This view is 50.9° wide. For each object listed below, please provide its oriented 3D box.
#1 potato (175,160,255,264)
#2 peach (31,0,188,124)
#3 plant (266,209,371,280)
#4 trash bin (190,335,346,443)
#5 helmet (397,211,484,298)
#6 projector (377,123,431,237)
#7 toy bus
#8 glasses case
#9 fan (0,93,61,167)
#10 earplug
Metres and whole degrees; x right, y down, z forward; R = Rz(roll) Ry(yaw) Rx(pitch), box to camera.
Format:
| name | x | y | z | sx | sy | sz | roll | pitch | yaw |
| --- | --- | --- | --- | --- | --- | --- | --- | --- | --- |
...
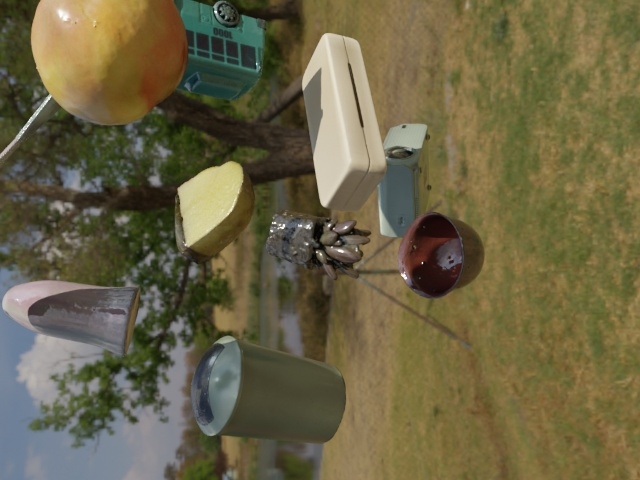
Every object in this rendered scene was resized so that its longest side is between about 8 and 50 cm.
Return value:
| name | x | y | z | sx | sy | sz | roll | pitch | yaw |
| --- | --- | --- | --- | --- | --- | --- | --- | --- | --- |
| potato | -0.108 | -0.033 | 0.765 | 0.066 | 0.103 | 0.096 | 32 | -140 | -48 |
| peach | -0.243 | -0.229 | 0.779 | 0.184 | 0.184 | 0.184 | 179 | 90 | -82 |
| plant | 0.000 | 0.000 | 2.122 | 0.181 | 0.320 | 0.194 | -35 | -42 | -73 |
| trash bin | -0.166 | 0.448 | 1.974 | 0.280 | 0.431 | 0.281 | -35 | 46 | 47 |
| helmet | 0.230 | 0.030 | 1.218 | 0.175 | 0.106 | 0.155 | -34 | 62 | 49 |
| projector | 0.211 | -0.153 | 1.650 | 0.250 | 0.108 | 0.198 | -63 | -29 | -55 |
| toy bus | -0.225 | -0.332 | 1.155 | 0.128 | 0.255 | 0.147 | -22 | 66 | 54 |
| glasses case | 0.038 | -0.225 | 1.257 | 0.144 | 0.076 | 0.337 | 125 | 145 | -51 |
| fan | -0.681 | -0.280 | 1.593 | 0.282 | 0.023 | 0.057 | -49 | -21 | -9 |
| earplug | -0.597 | 0.165 | 1.600 | 0.172 | 0.301 | 0.173 | -168 | 90 | -81 |
